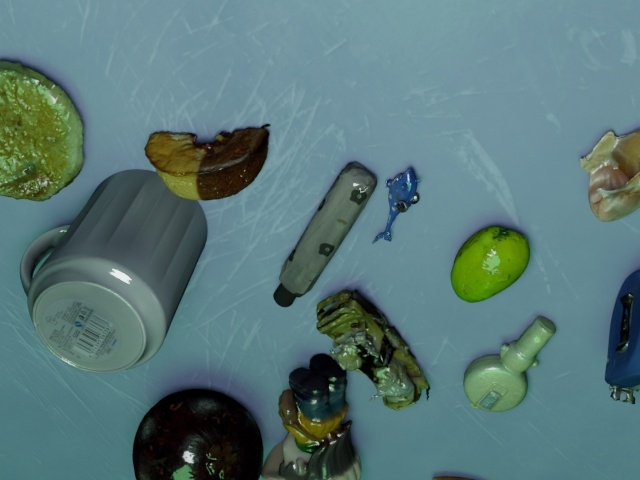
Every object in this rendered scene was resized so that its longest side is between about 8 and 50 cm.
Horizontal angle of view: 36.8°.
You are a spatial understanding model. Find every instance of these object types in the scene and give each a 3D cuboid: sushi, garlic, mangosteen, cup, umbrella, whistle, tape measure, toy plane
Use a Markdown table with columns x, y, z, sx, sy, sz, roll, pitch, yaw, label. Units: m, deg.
| x | y | z | sx | sy | sz | roll | pitch | yaw | label |
| --- | --- | --- | --- | --- | --- | --- | --- | --- | --- |
| 0.089 | 0.223 | 1.854 | 0.139 | 0.131 | 0.291 | -27 | 124 | 23 | sushi |
| 0.503 | -0.108 | 1.576 | 0.124 | 0.099 | 0.174 | 24 | 125 | -25 | garlic |
| -0.259 | 0.444 | 1.988 | 0.287 | 0.288 | 0.288 | 5 | 125 | 7 | mangosteen |
| -0.390 | 0.054 | 1.695 | 0.322 | 0.327 | 0.237 | -1 | 124 | 12 | cup |
| 0.000 | 0.000 | 1.749 | 0.073 | 0.067 | 0.337 | 43 | 126 | 17 | umbrella |
| 0.365 | 0.248 | 1.861 | 0.126 | 0.067 | 0.258 | 27 | 122 | -10 | whistle |
| 0.569 | 0.147 | 1.610 | 0.097 | 0.215 | 0.351 | 11 | 165 | 0 | tape measure |
| 0.132 | -0.061 | 1.701 | 0.062 | 0.054 | 0.167 | 31 | 127 | 19 | toy plane |

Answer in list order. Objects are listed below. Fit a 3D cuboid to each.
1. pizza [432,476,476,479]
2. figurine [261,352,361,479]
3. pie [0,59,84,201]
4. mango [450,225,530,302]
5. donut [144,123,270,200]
| x | y | z | sx | sy | sz | roll | pitch | yaw | label |
| --- | --- | --- | --- | --- | --- | --- | --- | --- | --- |
| 0.326 | 0.587 | 2.118 | 0.184 | 0.036 | 0.176 | 8 | 127 | 2 | pizza |
| 0.002 | 0.409 | 1.963 | 0.204 | 0.185 | 0.332 | 40 | 135 | 25 | figurine |
| -0.547 | -0.195 | 1.710 | 0.276 | 0.078 | 0.277 | 2 | 121 | 4 | pie |
| 0.297 | 0.049 | 1.715 | 0.119 | 0.100 | 0.178 | 24 | 132 | -10 | mango |
| -0.199 | -0.128 | 1.665 | 0.217 | 0.141 | 0.085 | 2 | 132 | 13 | donut |
